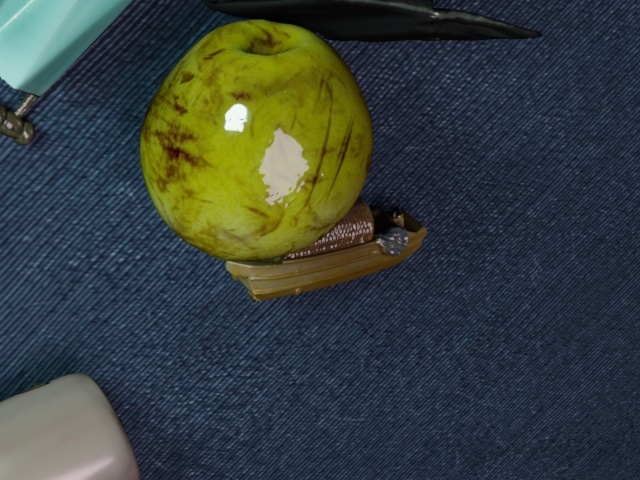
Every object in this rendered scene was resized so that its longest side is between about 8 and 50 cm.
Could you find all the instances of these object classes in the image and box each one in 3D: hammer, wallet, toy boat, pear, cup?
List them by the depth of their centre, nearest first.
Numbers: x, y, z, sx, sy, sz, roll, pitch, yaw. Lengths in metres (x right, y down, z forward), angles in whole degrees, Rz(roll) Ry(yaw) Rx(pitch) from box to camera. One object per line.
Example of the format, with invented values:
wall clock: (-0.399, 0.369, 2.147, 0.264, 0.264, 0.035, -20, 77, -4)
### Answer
cup: (-0.264, -0.271, 1.585, 0.236, 0.134, 0.148, -48, 132, 12)
hammer: (-0.265, -0.230, 1.683, 0.292, 0.029, 0.058, -50, 136, 6)
pear: (-0.074, -0.117, 1.732, 0.283, 0.283, 0.284, -18, 131, -22)
wallet: (0.064, -0.256, 1.745, 0.323, 0.247, 0.041, 5, 90, -38)
cup: (-0.353, 0.293, 1.928, 0.200, 0.191, 0.253, -26, 163, -19)
toy boat: (0.000, 0.000, 1.985, 0.310, 0.089, 0.115, -12, 126, -25)
